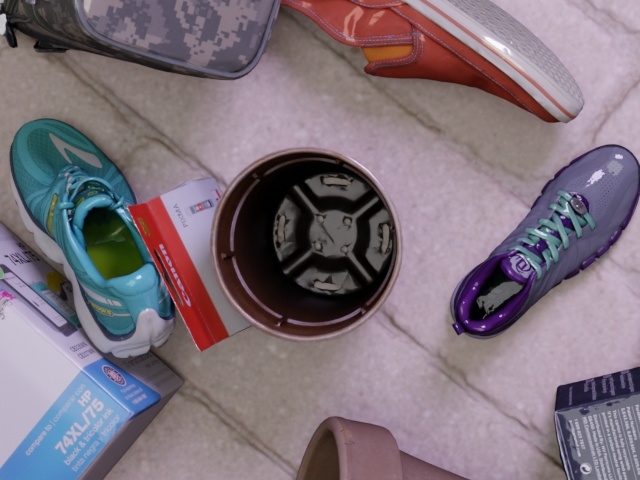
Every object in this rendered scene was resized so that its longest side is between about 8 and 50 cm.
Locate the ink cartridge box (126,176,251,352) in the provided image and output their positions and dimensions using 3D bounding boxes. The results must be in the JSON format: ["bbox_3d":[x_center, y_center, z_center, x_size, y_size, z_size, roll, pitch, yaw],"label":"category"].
[{"bbox_3d":[-0.102,0.017,1.565,0.045,0.179,0.145,-26,89,10],"label":"ink cartridge box"}]

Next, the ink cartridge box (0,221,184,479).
[{"bbox_3d":[-0.305,0.126,1.594,0.270,0.198,0.197,40,99,4],"label":"ink cartridge box"}]

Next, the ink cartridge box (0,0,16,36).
[{"bbox_3d":[-0.324,-0.251,1.660,0.115,0.029,0.063,37,98,6],"label":"ink cartridge box"}]

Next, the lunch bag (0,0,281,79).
[{"bbox_3d":[-0.161,-0.299,1.535,0.213,0.256,0.305,11,96,-34],"label":"lunch bag"}]

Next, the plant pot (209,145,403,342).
[{"bbox_3d":[0.000,0.000,1.556,0.167,0.165,0.167,0,93,9],"label":"plant pot"}]

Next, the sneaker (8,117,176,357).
[{"bbox_3d":[-0.202,-0.023,1.573,0.107,0.110,0.275,-24,54,-17],"label":"sneaker"}]

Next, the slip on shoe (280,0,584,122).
[{"bbox_3d":[0.084,-0.186,1.562,0.331,0.123,0.101,29,109,10],"label":"slip on shoe"}]

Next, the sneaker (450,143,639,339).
[{"bbox_3d":[0.204,0.008,1.558,0.083,0.098,0.223,42,99,4],"label":"sneaker"}]

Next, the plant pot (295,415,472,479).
[{"bbox_3d":[0.095,0.299,1.535,0.229,0.263,0.263,10,95,-9],"label":"plant pot"}]

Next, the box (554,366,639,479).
[{"bbox_3d":[0.315,0.164,1.523,0.207,0.153,0.108,-14,92,10],"label":"box"}]
